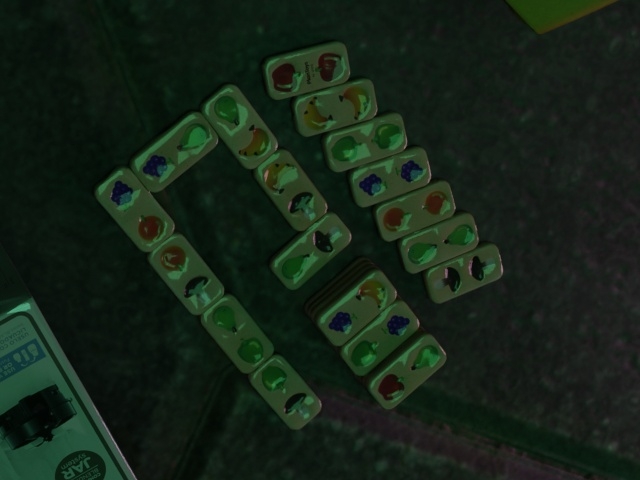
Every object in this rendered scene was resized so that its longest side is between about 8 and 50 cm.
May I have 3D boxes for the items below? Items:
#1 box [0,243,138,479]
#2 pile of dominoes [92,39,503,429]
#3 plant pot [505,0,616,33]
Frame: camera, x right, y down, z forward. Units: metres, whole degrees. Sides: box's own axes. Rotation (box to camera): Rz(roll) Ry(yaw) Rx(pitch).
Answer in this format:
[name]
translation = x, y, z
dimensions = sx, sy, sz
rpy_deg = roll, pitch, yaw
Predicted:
[box]
translation = -0.161, 0.148, 0.985
dimensions = 0.087, 0.169, 0.290
rpy_deg = -31, 115, -10
[pile of dominoes]
translation = 0.000, 0.000, 1.072
dimensions = 0.196, 0.040, 0.251
rpy_deg = -40, 116, -5
[plant pot]
translation = 0.136, -0.253, 0.966
dimensions = 0.187, 0.212, 0.212
rpy_deg = -43, 116, 10
